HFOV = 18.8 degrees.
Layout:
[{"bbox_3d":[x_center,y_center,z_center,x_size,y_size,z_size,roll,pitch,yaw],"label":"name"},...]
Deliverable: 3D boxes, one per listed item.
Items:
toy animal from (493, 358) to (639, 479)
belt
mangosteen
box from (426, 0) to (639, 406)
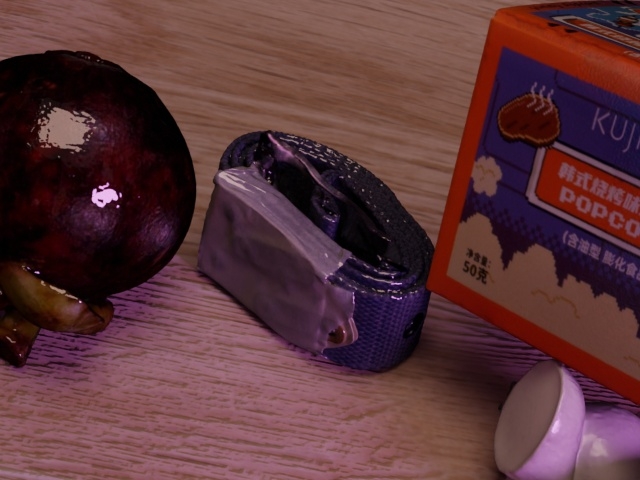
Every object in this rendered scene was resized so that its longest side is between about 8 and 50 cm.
[{"bbox_3d":[0.243,0.188,1.546,0.221,0.130,0.104,24,4,-22],"label":"toy animal"},{"bbox_3d":[0.000,0.000,1.654,0.140,0.126,0.230,-27,56,-35],"label":"belt"},{"bbox_3d":[-0.222,-0.025,1.598,0.228,0.228,0.265,12,84,2],"label":"mangosteen"},{"bbox_3d":[0.332,-0.025,1.537,0.319,0.256,0.349,-5,25,-43],"label":"box"}]
